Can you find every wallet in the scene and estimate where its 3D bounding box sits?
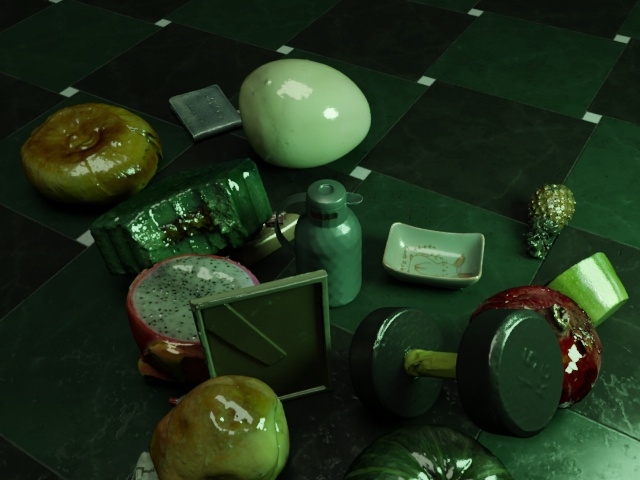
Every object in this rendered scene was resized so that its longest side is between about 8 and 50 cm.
[{"bbox_3d":[-0.338,-0.377,2.033,0.168,0.036,0.222,-21,47,-18],"label":"wallet"}]

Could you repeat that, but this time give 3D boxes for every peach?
[{"bbox_3d":[-0.175,0.336,1.170,0.236,0.214,0.214,-14,45,0],"label":"peach"}]

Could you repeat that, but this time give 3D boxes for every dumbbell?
[{"bbox_3d":[0.223,0.214,1.181,0.323,0.203,0.204,-7,30,49],"label":"dumbbell"}]

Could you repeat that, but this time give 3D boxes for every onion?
[{"bbox_3d":[0.401,0.187,1.286,0.252,0.219,0.252,1,57,-2],"label":"onion"}]

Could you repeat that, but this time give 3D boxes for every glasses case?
[{"bbox_3d":[-0.136,-0.028,1.639,0.194,0.070,0.102,-33,50,-27],"label":"glasses case"}]

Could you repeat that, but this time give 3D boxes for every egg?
[{"bbox_3d":[-0.042,-0.327,1.796,0.346,0.283,0.283,0,44,0],"label":"egg"}]

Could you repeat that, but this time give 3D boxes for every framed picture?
[{"bbox_3d":[-0.094,0.194,1.233,0.232,0.314,0.024,-12,43,-10],"label":"framed picture"}]

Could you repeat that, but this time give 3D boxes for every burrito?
[{"bbox_3d":[-0.308,0.445,1.169,0.064,0.064,0.203,7,44,10],"label":"burrito"}]

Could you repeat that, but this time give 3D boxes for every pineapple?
[{"bbox_3d":[0.527,-0.041,1.611,0.108,0.108,0.197,16,59,19],"label":"pineapple"}]

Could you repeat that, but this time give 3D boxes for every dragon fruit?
[{"bbox_3d":[-0.235,0.170,1.372,0.291,0.189,0.290,5,42,-4],"label":"dragon fruit"}]

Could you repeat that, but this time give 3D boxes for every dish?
[{"bbox_3d":[0.250,0.045,1.541,0.213,0.077,0.151,8,43,11],"label":"dish"}]

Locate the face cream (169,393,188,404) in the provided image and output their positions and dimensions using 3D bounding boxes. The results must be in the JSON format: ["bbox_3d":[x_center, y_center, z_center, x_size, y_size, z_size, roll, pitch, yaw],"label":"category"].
[{"bbox_3d":[-0.249,0.314,1.326,0.083,0.021,0.040,9,45,11],"label":"face cream"}]

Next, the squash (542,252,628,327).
[{"bbox_3d":[0.539,0.110,1.410,0.170,0.170,0.122,-27,63,-23],"label":"squash"}]

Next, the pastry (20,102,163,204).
[{"bbox_3d":[-0.593,-0.220,1.802,0.356,0.163,0.355,2,48,-2],"label":"pastry"}]

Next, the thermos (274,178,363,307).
[{"bbox_3d":[0.000,0.000,1.450,0.182,0.286,0.144,1,44,6],"label":"thermos"}]

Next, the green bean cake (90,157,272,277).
[{"bbox_3d":[-0.297,-0.041,1.513,0.300,0.169,0.308,-5,23,35],"label":"green bean cake"}]

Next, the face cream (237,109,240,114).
[{"bbox_3d":[-0.211,-0.354,2.015,0.038,0.020,0.115,-13,42,-18],"label":"face cream"}]

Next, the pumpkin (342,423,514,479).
[{"bbox_3d":[0.172,0.433,1.058,0.301,0.207,0.300,9,39,-7],"label":"pumpkin"}]
